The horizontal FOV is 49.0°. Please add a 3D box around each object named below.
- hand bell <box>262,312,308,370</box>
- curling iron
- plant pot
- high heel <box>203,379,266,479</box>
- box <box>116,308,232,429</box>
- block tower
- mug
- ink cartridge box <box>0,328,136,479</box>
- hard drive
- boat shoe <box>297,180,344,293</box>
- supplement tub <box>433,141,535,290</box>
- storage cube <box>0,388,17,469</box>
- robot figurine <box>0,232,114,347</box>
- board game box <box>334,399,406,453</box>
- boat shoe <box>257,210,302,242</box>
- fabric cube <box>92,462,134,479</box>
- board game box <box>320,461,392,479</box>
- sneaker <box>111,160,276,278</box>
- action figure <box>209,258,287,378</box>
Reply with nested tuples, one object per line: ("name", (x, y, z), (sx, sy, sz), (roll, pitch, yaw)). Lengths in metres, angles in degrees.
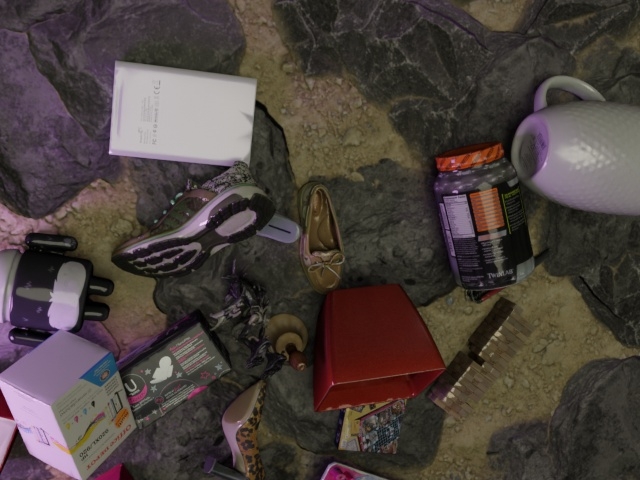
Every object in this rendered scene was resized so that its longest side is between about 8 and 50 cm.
("hand bell", (-0.065, 0.260, 1.660), (0.126, 0.242, 0.126), (-2, 98, -13))
("curling iron", (0.509, 0.090, 1.877), (0.274, 0.035, 0.068), (-25, 103, -8))
("plant pot", (0.112, 0.250, 1.684), (0.267, 0.267, 0.235), (-5, 64, -12))
("high heel", (-0.164, 0.493, 1.772), (0.186, 0.093, 0.261), (38, 75, -37))
("box", (-0.350, 0.293, 1.639), (0.247, 0.163, 0.142), (-32, 101, -6))
("block tower", (0.429, 0.315, 1.864), (0.097, 0.091, 0.335), (37, 89, -16))
("mug", (0.653, -0.253, 1.755), (0.328, 0.276, 0.374), (4, 63, -18))
("ink cartridge box", (-0.525, 0.345, 1.475), (0.171, 0.168, 0.232), (-45, 141, -43))
("hard drive", (-0.316, -0.288, 1.625), (0.319, 0.040, 0.210), (4, 97, -14))
("boat shoe", (0.000, 0.000, 1.716), (0.105, 0.089, 0.285), (-14, 101, -11))
("supplement tub", (0.401, -0.062, 1.741), (0.207, 0.207, 0.338), (-16, 102, -10))
("storage cube", (-0.766, 0.416, 1.544), (0.184, 0.193, 0.215), (22, 94, -15))
("robot figurine", (-0.604, 0.112, 1.552), (0.278, 0.209, 0.173), (10, 140, -15))
("board game box", (0.139, 0.431, 1.837), (0.165, 0.042, 0.243), (9, 96, -14))
("boat shoe", (-0.151, -0.049, 1.683), (0.226, 0.076, 0.083), (26, 97, 6))
("fabric cube", (-0.504, 0.729, 1.622), (0.259, 0.254, 0.258), (-30, 102, -7))
("board game box", (0.099, 0.808, 1.838), (0.390, 0.050, 0.390), (27, 91, -27))
("sneaker", (-0.301, -0.050, 1.625), (0.410, 0.182, 0.158), (-25, 142, 11))
("action figure", (-0.181, 0.182, 1.646), (0.141, 0.275, 0.164), (-35, 144, 14))
